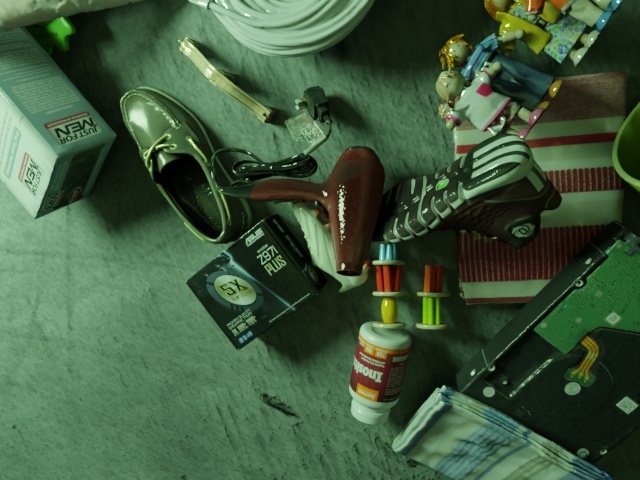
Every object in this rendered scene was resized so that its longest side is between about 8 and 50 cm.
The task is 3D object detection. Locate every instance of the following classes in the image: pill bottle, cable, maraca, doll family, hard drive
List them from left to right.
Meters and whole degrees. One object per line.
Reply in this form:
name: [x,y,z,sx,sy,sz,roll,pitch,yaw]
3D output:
maraca: [-0.460,-0.399,0.803,0.127,0.099,0.186,-2,112,24]
cable: [-0.038,-0.380,0.675,0.257,0.089,0.257,39,105,2]
pill bottle: [0.094,0.217,0.814,0.085,0.086,0.152,11,103,9]
doll family: [0.253,-0.251,0.665,0.163,0.118,0.263,36,100,13]
hard drive: [0.402,0.170,0.736,0.236,0.064,0.339,36,110,-4]

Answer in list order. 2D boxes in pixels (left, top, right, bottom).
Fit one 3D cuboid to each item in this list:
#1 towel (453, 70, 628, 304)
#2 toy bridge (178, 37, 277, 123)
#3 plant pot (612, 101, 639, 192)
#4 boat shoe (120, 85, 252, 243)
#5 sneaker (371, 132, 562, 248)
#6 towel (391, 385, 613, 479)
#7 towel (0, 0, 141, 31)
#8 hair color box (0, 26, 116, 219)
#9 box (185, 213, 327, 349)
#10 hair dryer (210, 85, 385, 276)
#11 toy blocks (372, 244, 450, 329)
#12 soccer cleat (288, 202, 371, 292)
towel: [0.322,-0.068,0.739,0.236,0.037,0.330,-3,102,10]
toy bridge: [-0.153,-0.255,0.785,0.188,0.063,0.026,41,106,1]
plant pot: [0.566,-0.068,0.592,0.293,0.275,0.275,41,107,-16]
boat shoe: [-0.227,-0.125,0.810,0.109,0.091,0.305,-36,92,16]
sneaker: [0.200,-0.024,0.700,0.162,0.107,0.281,34,147,-24]
towel: [0.271,0.350,0.789,0.284,0.034,0.209,27,132,5]
towel: [-0.428,-0.479,0.725,0.331,0.053,0.317,-23,95,-17]
hair color box: [-0.518,-0.241,0.805,0.375,0.113,0.185,50,133,-1]
box: [-0.105,0.068,0.831,0.180,0.077,0.147,-36,92,16]
hair dryer: [-0.012,-0.070,0.747,0.223,0.080,0.294,-36,68,3]
toy blocks: [0.144,0.064,0.790,0.123,0.054,0.148,0,87,3]
soccer cleat: [0.000,0.000,0.803,0.076,0.068,0.196,-39,94,19]
